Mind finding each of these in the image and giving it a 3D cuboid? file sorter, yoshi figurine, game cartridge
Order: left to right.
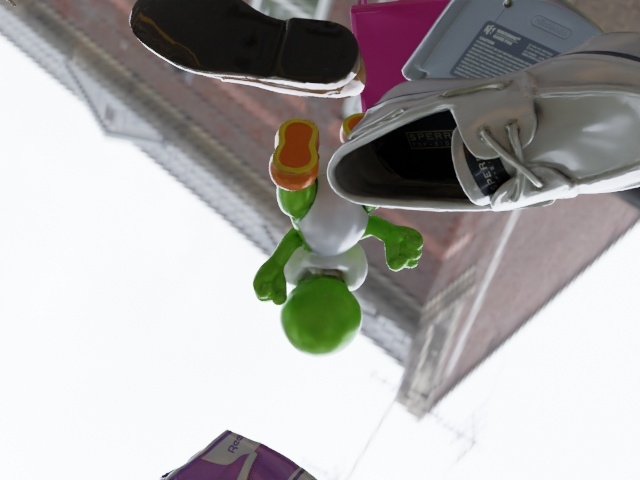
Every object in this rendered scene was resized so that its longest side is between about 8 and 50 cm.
[{"bbox_3d":[0.012,0.019,1.812,0.204,0.362,0.203,31,-127,23],"label":"yoshi figurine"},{"bbox_3d":[0.209,-0.334,2.290,0.291,0.202,0.182,-4,-150,7],"label":"file sorter"},{"bbox_3d":[0.286,-0.269,1.990,0.297,0.198,0.062,18,-152,-33],"label":"game cartridge"}]

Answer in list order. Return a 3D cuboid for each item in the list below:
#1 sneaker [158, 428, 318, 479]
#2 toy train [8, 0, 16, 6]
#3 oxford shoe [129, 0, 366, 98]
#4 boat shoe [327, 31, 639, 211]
[{"bbox_3d":[-0.126,0.339,1.570,0.161,0.282,0.102,29,-162,10],"label":"sneaker"},{"bbox_3d":[-0.494,-0.413,1.875,0.248,0.105,0.143,58,-170,-19],"label":"toy train"},{"bbox_3d":[-0.061,-0.155,1.142,0.212,0.076,0.076,20,-101,20],"label":"oxford shoe"},{"bbox_3d":[0.113,-0.060,0.825,0.268,0.096,0.088,3,-146,44],"label":"boat shoe"}]
